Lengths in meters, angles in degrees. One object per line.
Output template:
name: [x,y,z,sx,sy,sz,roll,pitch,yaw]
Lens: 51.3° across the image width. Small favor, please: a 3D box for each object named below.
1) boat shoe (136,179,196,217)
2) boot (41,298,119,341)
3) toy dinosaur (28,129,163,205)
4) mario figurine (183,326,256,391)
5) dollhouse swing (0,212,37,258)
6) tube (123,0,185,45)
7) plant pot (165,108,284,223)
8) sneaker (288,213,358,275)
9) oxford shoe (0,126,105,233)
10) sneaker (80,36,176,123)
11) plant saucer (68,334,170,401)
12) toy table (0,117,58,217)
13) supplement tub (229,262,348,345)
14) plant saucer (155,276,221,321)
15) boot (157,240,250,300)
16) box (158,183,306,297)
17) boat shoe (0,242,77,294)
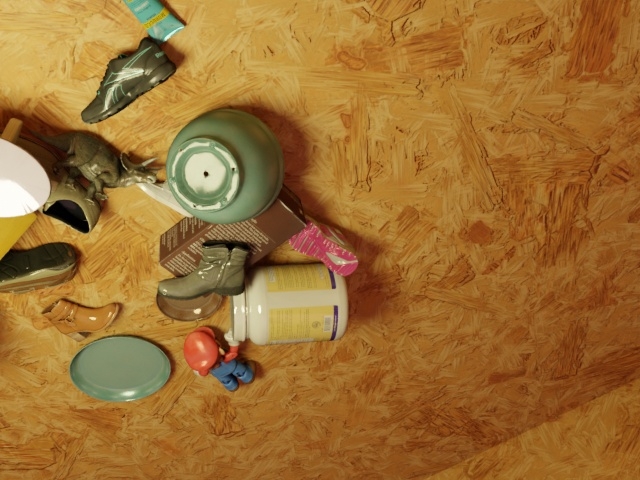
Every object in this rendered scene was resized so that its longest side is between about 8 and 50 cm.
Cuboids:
boat shoe: [-0.404,-0.128,1.786,0.184,0.066,0.063,32,95,-25]
boot: [-0.718,0.216,1.991,0.197,0.073,0.152,-34,124,12]
toy dinosaur: [-0.570,-0.194,1.659,0.314,0.160,0.121,31,151,-19]
mario figurine: [-0.338,0.370,2.198,0.198,0.170,0.320,-53,142,-15]
dollhouse swing: [-0.985,-0.077,1.661,0.305,0.315,0.346,0,139,41]
tube: [-0.395,-0.527,1.470,0.080,0.052,0.207,-24,137,19]
plant pot: [-0.253,-0.168,1.613,0.293,0.196,0.292,2,103,11]
sneaker: [0.000,0.000,1.958,0.252,0.111,0.103,38,111,-10]
oxford shoe: [-0.689,-0.146,1.655,0.123,0.130,0.348,-38,125,21]
sneaker: [-0.466,-0.371,1.566,0.267,0.101,0.106,-31,107,14]
plant saucer: [-0.654,0.413,2.185,0.318,0.043,0.317,-7,130,-8]
toy table: [-0.743,-0.157,1.510,0.274,0.161,0.252,30,92,-16]
supplement tub: [-0.100,0.190,1.997,0.332,0.241,0.241,-2,129,-11]
plant saucer: [-0.404,0.169,2.044,0.199,0.036,0.198,-7,130,-8]
boot: [-0.314,0.070,1.791,0.247,0.083,0.161,-4,122,-17]
box: [-0.249,-0.027,1.854,0.381,0.143,0.191,-33,128,17]
boat shoe: [-0.832,0.100,1.824,0.324,0.122,0.119,-8,140,-16]
